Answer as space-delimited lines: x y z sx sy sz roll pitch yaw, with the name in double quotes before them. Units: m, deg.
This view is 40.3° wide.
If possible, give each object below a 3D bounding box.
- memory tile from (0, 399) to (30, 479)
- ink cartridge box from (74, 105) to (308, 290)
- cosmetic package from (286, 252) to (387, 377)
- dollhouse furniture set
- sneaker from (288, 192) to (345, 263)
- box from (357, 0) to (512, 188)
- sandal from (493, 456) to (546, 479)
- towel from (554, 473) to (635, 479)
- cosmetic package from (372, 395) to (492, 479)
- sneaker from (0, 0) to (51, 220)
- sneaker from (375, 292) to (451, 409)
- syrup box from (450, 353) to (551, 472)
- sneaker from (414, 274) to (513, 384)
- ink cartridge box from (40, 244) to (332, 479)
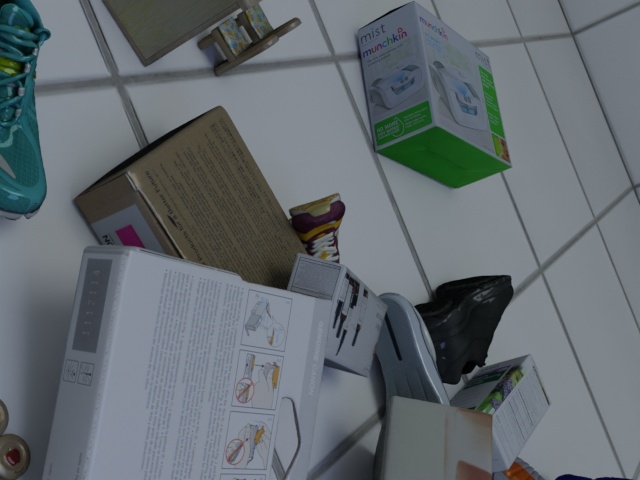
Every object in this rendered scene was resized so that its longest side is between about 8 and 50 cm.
"memory tile" -0.293 0.159 0.656 0.148 0.012 0.113 -34 100 -56
"ink cartridge box" -0.120 0.001 0.927 0.235 0.088 0.193 61 35 -14
"cosmetic package" 0.019 0.093 0.995 0.239 0.060 0.099 42 64 -70
"dollhouse furniture set" -0.120 -0.321 1.042 0.212 0.161 0.242 58 34 -16
"sneaker" 0.000 0.000 1.044 0.185 0.069 0.084 124 -52 -80
"box" 0.195 -0.239 1.489 0.262 0.126 0.231 18 59 -49
"sandal" 0.320 0.408 1.282 0.102 0.076 0.265 20 16 -43
"towel" 0.449 0.479 1.340 0.308 0.076 0.228 119 -47 -74
"cosmetic package" 0.116 0.345 0.976 0.153 0.129 0.296 99 2 -49
"sneaker" -0.288 -0.153 0.752 0.107 0.110 0.275 -2 74 -56
"sneaker" 0.133 0.194 1.182 0.091 0.094 0.258 2 74 -65
"syrup box" 0.265 0.264 1.330 0.237 0.093 0.096 -28 95 -57
"sneaker" 0.224 0.134 1.358 0.286 0.109 0.130 -24 102 -50
"ink cartridge box" -0.113 0.174 0.776 0.261 0.066 0.296 19 77 -49
